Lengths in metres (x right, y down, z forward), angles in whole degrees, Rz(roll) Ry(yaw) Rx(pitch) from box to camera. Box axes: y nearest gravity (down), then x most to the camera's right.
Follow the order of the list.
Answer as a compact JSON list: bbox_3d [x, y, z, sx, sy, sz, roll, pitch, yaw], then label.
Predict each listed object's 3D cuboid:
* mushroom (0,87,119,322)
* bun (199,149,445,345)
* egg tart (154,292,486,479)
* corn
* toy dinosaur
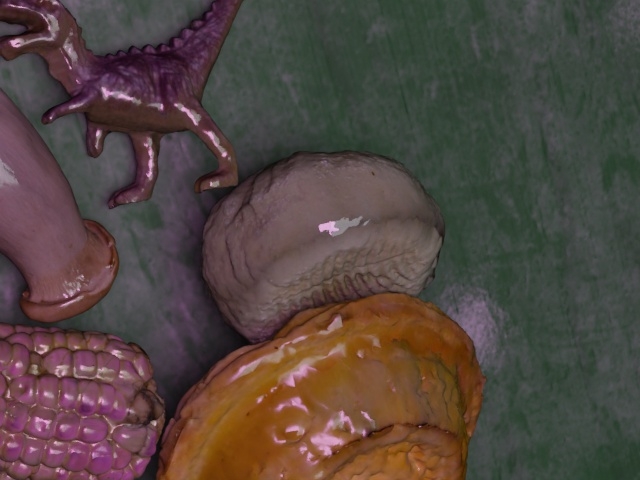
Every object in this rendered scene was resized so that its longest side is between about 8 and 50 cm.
[{"bbox_3d":[-0.226,-0.037,1.300,0.088,0.097,0.212,-34,118,11],"label":"mushroom"},{"bbox_3d":[0.000,0.000,1.395,0.195,0.118,0.195,-19,149,-12],"label":"bun"},{"bbox_3d":[0.011,0.165,1.391,0.288,0.118,0.288,-17,135,-18],"label":"egg tart"},{"bbox_3d":[-0.271,0.111,1.272,0.335,0.127,0.126,8,92,-26],"label":"corn"},{"bbox_3d":[-0.113,-0.131,1.363,0.251,0.072,0.199,-15,92,-17],"label":"toy dinosaur"}]
